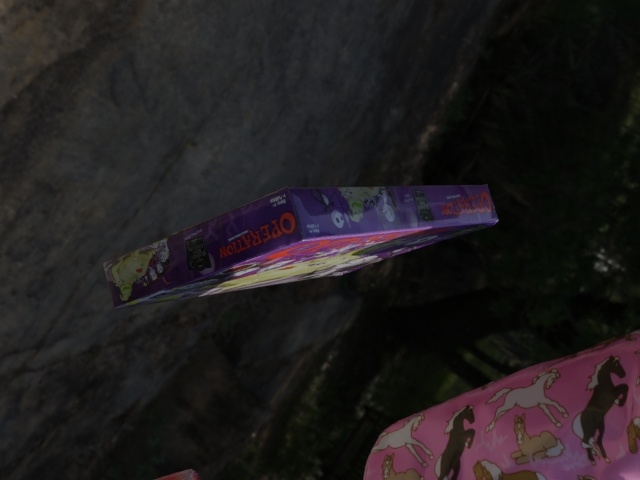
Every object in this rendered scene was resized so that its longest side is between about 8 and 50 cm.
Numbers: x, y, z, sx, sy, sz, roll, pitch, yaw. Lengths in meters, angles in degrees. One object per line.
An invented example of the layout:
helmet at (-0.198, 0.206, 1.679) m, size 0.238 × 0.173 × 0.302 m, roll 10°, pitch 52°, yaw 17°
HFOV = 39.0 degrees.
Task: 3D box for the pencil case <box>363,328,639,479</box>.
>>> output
pencil case at (0.217, 0.195, 0.816) m, size 0.386 × 0.167 × 0.160 m, roll -32°, pitch 168°, yaw 39°

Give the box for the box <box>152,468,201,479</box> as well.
box at (-0.132, 0.281, 0.687) m, size 0.142 × 0.154 × 0.300 m, roll -16°, pitch 160°, yaw -9°

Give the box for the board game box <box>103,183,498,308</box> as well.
board game box at (0.000, 0.000, 0.833) m, size 0.208 × 0.056 × 0.347 m, roll -25°, pitch 169°, yaw 33°
